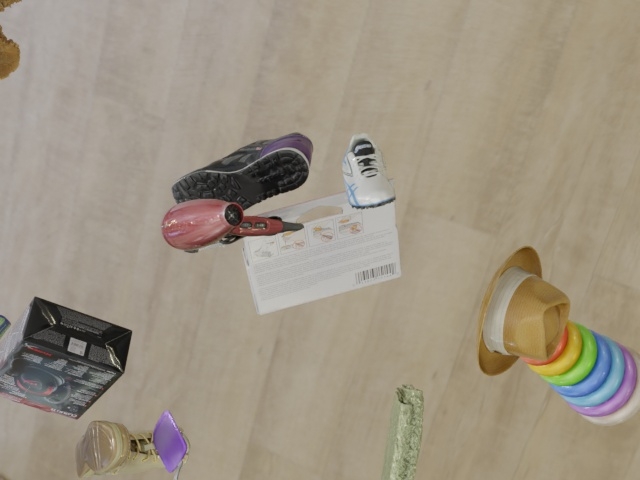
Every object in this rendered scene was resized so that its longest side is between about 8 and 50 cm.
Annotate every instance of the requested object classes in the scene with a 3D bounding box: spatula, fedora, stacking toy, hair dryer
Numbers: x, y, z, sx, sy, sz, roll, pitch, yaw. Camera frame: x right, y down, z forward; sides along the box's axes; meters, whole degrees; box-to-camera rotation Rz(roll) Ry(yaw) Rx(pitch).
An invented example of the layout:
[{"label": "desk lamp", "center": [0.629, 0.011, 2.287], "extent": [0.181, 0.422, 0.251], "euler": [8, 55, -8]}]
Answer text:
[{"label": "spatula", "center": [-0.246, 0.433, 1.622], "extent": [0.084, 0.030, 0.296], "euler": [-56, 37, 29]}, {"label": "fedora", "center": [0.275, 0.102, 1.221], "extent": [0.079, 0.194, 0.194], "euler": [18, 110, 33]}, {"label": "stacking toy", "center": [0.376, 0.179, 1.457], "extent": [0.141, 0.330, 0.141], "euler": [-28, 47, 35]}, {"label": "hair dryer", "center": [-0.148, -0.035, 1.518], "extent": [0.223, 0.293, 0.080], "euler": [-12, 89, 2]}]

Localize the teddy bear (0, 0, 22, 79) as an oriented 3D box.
[{"label": "teddy bear", "center": [-0.404, -0.305, 0.974], "extent": [0.245, 0.338, 0.113], "euler": [-32, 67, -12]}]

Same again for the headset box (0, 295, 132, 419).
[{"label": "headset box", "center": [-0.558, 0.260, 1.954], "extent": [0.218, 0.110, 0.293], "euler": [23, 138, -23]}]

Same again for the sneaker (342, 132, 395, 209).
[{"label": "sneaker", "center": [0.079, -0.121, 1.634], "extent": [0.085, 0.237, 0.086], "euler": [-13, 116, 0]}]

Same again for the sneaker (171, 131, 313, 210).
[{"label": "sneaker", "center": [-0.142, -0.127, 1.772], "extent": [0.283, 0.124, 0.107], "euler": [-14, 120, 18]}]

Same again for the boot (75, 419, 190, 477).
[{"label": "boot", "center": [-0.341, 0.392, 1.769], "extent": [0.262, 0.203, 0.095], "euler": [-43, 52, 55]}]

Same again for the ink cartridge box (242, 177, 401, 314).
[{"label": "ink cartridge box", "center": [0.000, 0.000, 1.762], "extent": [0.296, 0.066, 0.261], "euler": [-15, 134, -7]}]

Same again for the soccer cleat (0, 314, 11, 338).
[{"label": "soccer cleat", "center": [-0.552, 0.066, 1.378], "extent": [0.121, 0.093, 0.289], "euler": [-39, 59, -10]}]

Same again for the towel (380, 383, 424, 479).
[{"label": "towel", "center": [0.073, 0.205, 0.852], "extent": [0.027, 0.110, 0.148], "euler": [9, 86, 2]}]
